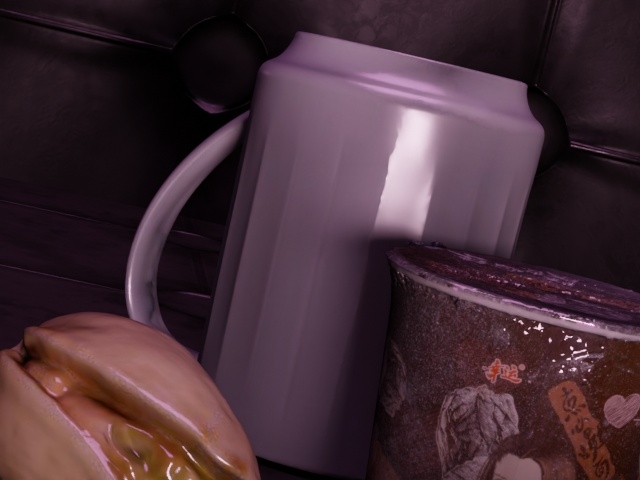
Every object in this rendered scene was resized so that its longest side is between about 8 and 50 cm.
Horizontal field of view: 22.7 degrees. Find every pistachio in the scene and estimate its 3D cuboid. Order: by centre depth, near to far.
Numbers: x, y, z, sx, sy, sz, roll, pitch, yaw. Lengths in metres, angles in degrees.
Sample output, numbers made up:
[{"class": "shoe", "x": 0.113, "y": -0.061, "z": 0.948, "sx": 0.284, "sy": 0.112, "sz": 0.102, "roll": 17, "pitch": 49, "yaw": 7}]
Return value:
[{"class": "pistachio", "x": -0.123, "y": 0.119, "z": 0.961, "sx": 0.144, "sy": 0.144, "sz": 0.215, "roll": 6, "pitch": 20, "yaw": -45}]

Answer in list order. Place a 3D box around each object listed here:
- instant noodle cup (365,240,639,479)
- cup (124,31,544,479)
[{"class": "instant noodle cup", "x": 0.125, "y": 0.126, "z": 1.043, "sx": 0.217, "sy": 0.207, "sz": 0.217, "roll": 12, "pitch": 7, "yaw": -2}, {"class": "cup", "x": 0.000, "y": 0.000, "z": 1.315, "sx": 0.323, "sy": 0.327, "sz": 0.237, "roll": 14, "pitch": 7, "yaw": 19}]
